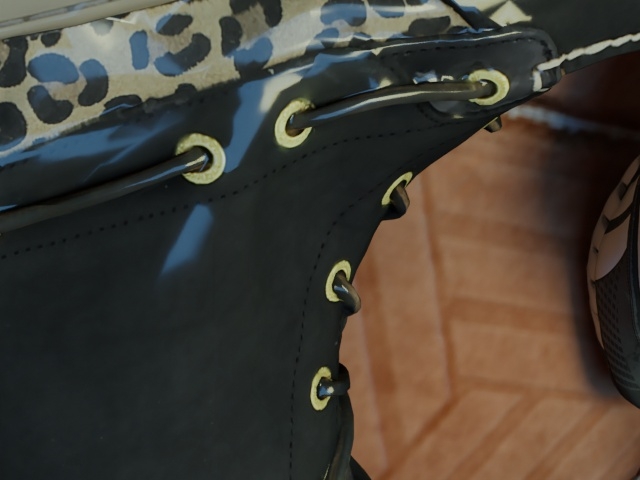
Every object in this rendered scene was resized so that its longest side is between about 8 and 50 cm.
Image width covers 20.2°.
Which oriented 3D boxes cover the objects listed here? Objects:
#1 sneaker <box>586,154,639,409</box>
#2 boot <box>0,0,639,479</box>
[{"bbox_3d":[0.164,-0.003,0.736,0.078,0.106,0.234,5,127,-6],"label":"sneaker"},{"bbox_3d":[0.000,0.000,0.643,0.377,0.138,0.284,-11,115,-22],"label":"boot"}]
